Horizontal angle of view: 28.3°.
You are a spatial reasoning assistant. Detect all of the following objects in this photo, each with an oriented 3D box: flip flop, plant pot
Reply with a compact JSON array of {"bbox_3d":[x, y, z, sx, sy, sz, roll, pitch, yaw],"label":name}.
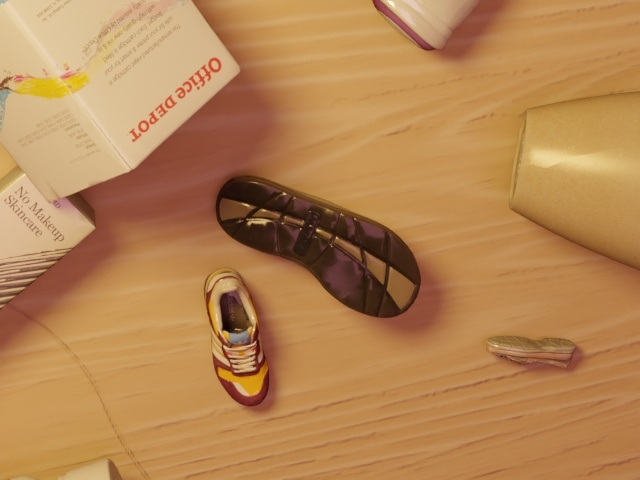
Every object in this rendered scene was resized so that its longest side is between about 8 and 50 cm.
[{"bbox_3d":[0.000,0.000,1.578,0.277,0.080,0.112,25,102,0],"label":"flip flop"},{"bbox_3d":[0.378,-0.080,1.561,0.274,0.256,0.256,9,102,5],"label":"plant pot"}]

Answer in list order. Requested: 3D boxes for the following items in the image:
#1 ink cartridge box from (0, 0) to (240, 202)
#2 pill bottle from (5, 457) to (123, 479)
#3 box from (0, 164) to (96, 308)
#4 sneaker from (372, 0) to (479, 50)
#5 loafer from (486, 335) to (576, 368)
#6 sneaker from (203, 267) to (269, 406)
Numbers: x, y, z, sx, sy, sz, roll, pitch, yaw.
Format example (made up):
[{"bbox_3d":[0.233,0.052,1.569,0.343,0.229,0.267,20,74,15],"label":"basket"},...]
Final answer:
[{"bbox_3d":[-0.269,-0.215,1.370,0.270,0.197,0.198,54,53,-17],"label":"ink cartridge box"},{"bbox_3d":[-0.408,0.416,1.514,0.392,0.224,0.224,-20,106,-6],"label":"pill bottle"},{"bbox_3d":[-0.402,0.025,1.490,0.275,0.094,0.113,-41,107,1],"label":"box"},{"bbox_3d":[0.077,-0.367,1.483,0.152,0.114,0.305,-45,117,8],"label":"sneaker"},{"bbox_3d":[0.278,0.152,1.681,0.125,0.045,0.039,3,109,-14],"label":"loafer"},{"bbox_3d":[-0.104,0.130,1.578,0.069,0.084,0.185,-17,105,-7],"label":"sneaker"}]
